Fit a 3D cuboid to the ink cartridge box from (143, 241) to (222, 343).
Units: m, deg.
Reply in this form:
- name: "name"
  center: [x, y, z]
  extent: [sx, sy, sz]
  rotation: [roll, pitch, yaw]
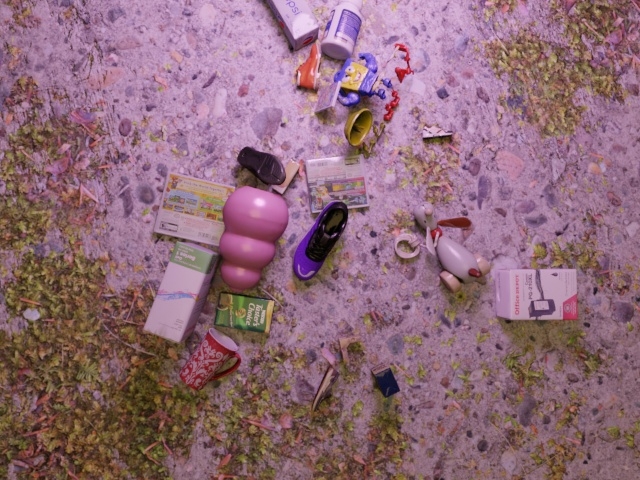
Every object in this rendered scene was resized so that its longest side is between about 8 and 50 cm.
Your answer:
- name: "ink cartridge box"
  center: [-0.416, 0.153, 1.384]
  extent: [0.117, 0.201, 0.277]
  rotation: [20, 87, -3]

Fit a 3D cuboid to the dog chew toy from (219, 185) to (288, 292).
- name: "dog chew toy"
  center: [-0.224, 0.002, 1.414]
  extent: [0.207, 0.206, 0.331]
  rotation: [15, 94, -4]

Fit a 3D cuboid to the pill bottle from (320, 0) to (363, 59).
- name: "pill bottle"
  center: [0.077, -0.718, 1.505]
  extent: [0.112, 0.112, 0.186]
  rotation: [18, 87, -4]

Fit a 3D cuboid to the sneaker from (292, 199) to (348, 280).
- name: "sneaker"
  center: [-0.001, -0.001, 1.441]
  extent: [0.102, 0.146, 0.293]
  rotation: [28, 91, -9]

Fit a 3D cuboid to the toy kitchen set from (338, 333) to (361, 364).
- name: "toy kitchen set"
  center: [0.104, 0.363, 1.484]
  extent: [0.075, 0.068, 0.083]
  rotation: [-10, 89, -5]

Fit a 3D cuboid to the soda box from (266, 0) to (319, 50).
- name: "soda box"
  center: [-0.115, -0.795, 1.503]
  extent: [0.098, 0.091, 0.286]
  rotation: [-31, 90, -4]

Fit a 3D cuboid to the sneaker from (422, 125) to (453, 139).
- name: "sneaker"
  center: [0.405, -0.377, 1.554]
  extent: [0.109, 0.040, 0.043]
  rotation: [-4, 86, -5]

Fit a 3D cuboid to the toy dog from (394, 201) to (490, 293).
- name: "toy dog"
  center: [0.426, 0.027, 1.478]
  extent: [0.334, 0.161, 0.220]
  rotation: [36, 85, -2]

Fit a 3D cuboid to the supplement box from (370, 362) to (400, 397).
- name: "supplement box"
  center: [0.213, 0.459, 1.481]
  extent: [0.056, 0.083, 0.083]
  rotation: [-23, 90, -5]

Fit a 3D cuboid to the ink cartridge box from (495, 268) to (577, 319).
- name: "ink cartridge box"
  center: [0.731, 0.181, 1.526]
  extent: [0.238, 0.100, 0.171]
  rotation: [0, 87, -5]

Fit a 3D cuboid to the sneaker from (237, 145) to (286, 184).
- name: "sneaker"
  center: [-0.160, -0.222, 1.434]
  extent: [0.130, 0.228, 0.087]
  rotation: [29, 91, -48]

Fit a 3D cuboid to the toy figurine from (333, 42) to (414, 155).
- name: "toy figurine"
  center: [0.129, -0.497, 1.515]
  extent: [0.217, 0.191, 0.362]
  rotation: [29, 93, 27]

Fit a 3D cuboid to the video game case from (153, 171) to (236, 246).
- name: "video game case"
  center: [-0.413, -0.102, 1.484]
  extent: [0.227, 0.026, 0.206]
  rotation: [13, 87, -3]

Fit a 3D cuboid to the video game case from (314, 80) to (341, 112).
- name: "video game case"
  center: [0.023, -0.474, 1.489]
  extent: [0.011, 0.122, 0.087]
  rotation: [19, 86, -29]

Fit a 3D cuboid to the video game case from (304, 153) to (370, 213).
- name: "video game case"
  center: [0.057, -0.193, 1.527]
  extent: [0.202, 0.023, 0.183]
  rotation: [-7, 88, -6]

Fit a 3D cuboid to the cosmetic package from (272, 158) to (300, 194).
- name: "cosmetic package"
  center: [-0.114, -0.208, 1.495]
  extent: [0.041, 0.060, 0.115]
  rotation: [32, 84, -4]

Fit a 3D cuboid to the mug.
- name: "mug"
  center: [-0.346, 0.391, 1.428]
  extent: [0.150, 0.113, 0.169]
  rotation: [38, 89, 0]

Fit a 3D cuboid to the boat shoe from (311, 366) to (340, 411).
- name: "boat shoe"
  center: [0.017, 0.496, 1.478]
  extent: [0.049, 0.056, 0.152]
  rotation: [25, 86, 2]

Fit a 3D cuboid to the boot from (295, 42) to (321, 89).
- name: "boot"
  center: [-0.040, -0.593, 1.519]
  extent: [0.085, 0.059, 0.157]
  rotation: [6, 88, 0]

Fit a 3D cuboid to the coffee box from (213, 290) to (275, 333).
- name: "coffee box"
  center: [-0.247, 0.236, 1.475]
  extent: [0.185, 0.040, 0.113]
  rotation: [11, 87, -4]
